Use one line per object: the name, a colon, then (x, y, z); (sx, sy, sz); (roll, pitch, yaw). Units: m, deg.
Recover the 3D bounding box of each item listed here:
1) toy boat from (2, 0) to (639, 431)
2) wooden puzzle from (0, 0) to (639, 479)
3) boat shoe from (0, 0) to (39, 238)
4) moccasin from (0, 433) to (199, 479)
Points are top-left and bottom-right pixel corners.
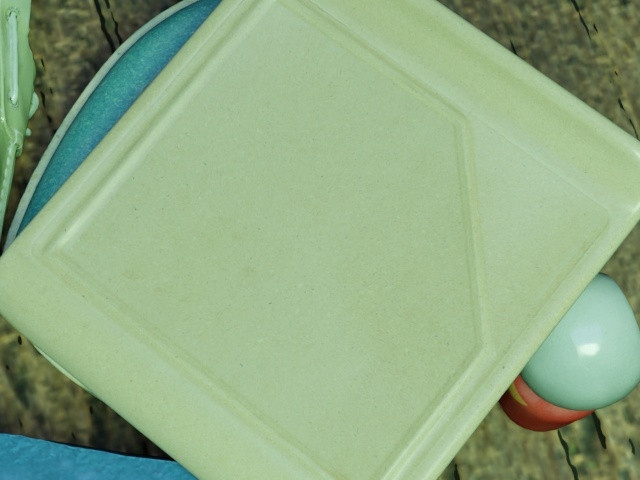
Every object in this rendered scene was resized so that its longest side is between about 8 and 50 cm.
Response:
toy boat: (0.014, -0.004, 0.837); (0.318, 0.148, 0.267); (29, 73, 6)
wooden puzzle: (0.000, 0.000, 0.758); (0.221, 0.044, 0.238); (37, 85, 15)
boat shoe: (-0.192, -0.089, 0.878); (0.094, 0.109, 0.302); (7, 77, -46)
moccasin: (-0.049, 0.165, 0.800); (0.342, 0.117, 0.137); (20, 64, -3)
